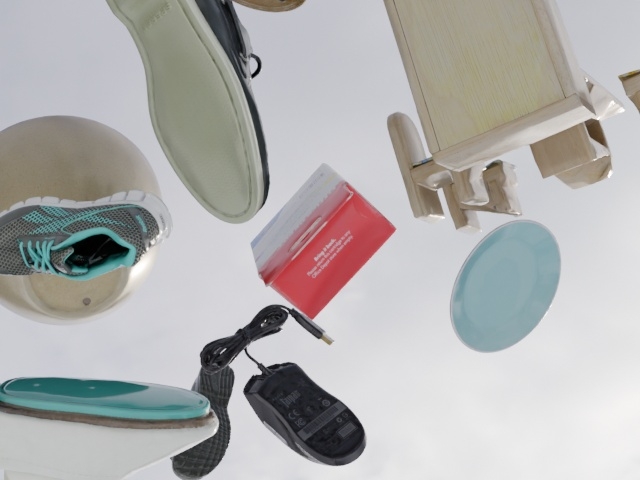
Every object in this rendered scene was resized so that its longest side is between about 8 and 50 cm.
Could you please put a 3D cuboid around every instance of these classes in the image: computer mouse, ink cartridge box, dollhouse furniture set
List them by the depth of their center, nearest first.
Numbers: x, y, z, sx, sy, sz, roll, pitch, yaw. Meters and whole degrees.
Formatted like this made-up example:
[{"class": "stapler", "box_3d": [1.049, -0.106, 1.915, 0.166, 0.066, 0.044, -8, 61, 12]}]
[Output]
[{"class": "ink cartridge box", "box_3d": [0.000, 0.000, 1.164, 0.078, 0.231, 0.134, 42, -86, -12]}, {"class": "dollhouse furniture set", "box_3d": [0.235, -0.202, 1.232, 0.362, 0.256, 0.394, -22, -15, 25]}, {"class": "computer mouse", "box_3d": [-0.026, 0.203, 1.495, 0.262, 0.184, 0.060, 36, -42, 19]}]

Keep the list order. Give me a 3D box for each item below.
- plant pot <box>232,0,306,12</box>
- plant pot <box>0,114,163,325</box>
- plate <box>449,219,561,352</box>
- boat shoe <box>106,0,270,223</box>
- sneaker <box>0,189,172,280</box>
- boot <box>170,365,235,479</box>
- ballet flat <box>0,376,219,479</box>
[{"class": "plant pot", "box_3d": [-0.036, -0.389, 1.179, 0.237, 0.254, 0.237, 13, -19, 4]}, {"class": "plant pot", "box_3d": [-0.332, 0.000, 1.408, 0.284, 0.191, 0.284, -8, -63, -16]}, {"class": "plate", "box_3d": [0.238, 0.058, 1.407, 0.188, 0.024, 0.188, -14, -63, -29]}, {"class": "boat shoe", "box_3d": [-0.117, -0.186, 1.067, 0.127, 0.113, 0.340, -27, -88, 40]}, {"class": "sneaker", "box_3d": [-0.205, 0.002, 0.860, 0.166, 0.076, 0.065, -12, -65, 13]}, {"class": "boot", "box_3d": [-0.209, 0.329, 1.787, 0.083, 0.246, 0.161, 24, -51, -10]}, {"class": "ballet flat", "box_3d": [-0.293, 0.173, 0.930, 0.400, 0.139, 0.139, 8, -47, -5]}]
